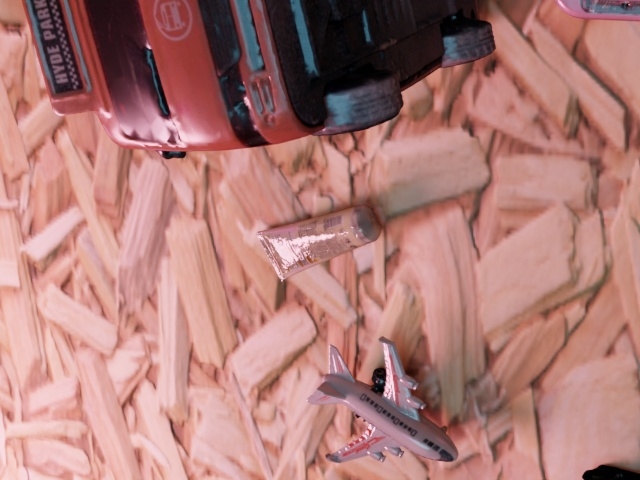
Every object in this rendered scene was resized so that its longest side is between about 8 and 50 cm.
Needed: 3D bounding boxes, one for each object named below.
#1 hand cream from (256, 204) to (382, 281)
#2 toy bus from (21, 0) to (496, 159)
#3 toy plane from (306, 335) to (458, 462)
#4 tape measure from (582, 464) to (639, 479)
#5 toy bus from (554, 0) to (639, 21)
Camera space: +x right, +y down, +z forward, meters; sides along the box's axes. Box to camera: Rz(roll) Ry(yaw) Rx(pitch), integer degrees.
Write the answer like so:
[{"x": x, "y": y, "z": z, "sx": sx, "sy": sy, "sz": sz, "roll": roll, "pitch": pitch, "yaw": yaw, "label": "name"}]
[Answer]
[{"x": 0.000, "y": 0.000, "z": 1.158, "sx": 0.143, "sy": 0.039, "sz": 0.061, "roll": -17, "pitch": 108, "yaw": 35, "label": "hand cream"}, {"x": -0.021, "y": -0.204, "z": 0.872, "sx": 0.233, "sy": 0.427, "sz": 0.203, "roll": -6, "pitch": 105, "yaw": 27, "label": "toy bus"}, {"x": 0.070, "y": 0.182, "z": 1.173, "sx": 0.171, "sy": 0.065, "sz": 0.162, "roll": 26, "pitch": 115, "yaw": 10, "label": "toy plane"}, {"x": 0.341, "y": 0.327, "z": 1.095, "sx": 0.181, "sy": 0.107, "sz": 0.182, "roll": 3, "pitch": 107, "yaw": 28, "label": "tape measure"}, {"x": 0.297, "y": -0.229, "z": 0.940, "sx": 0.203, "sy": 0.063, "sz": 0.090, "roll": 7, "pitch": 114, "yaw": 22, "label": "toy bus"}]
